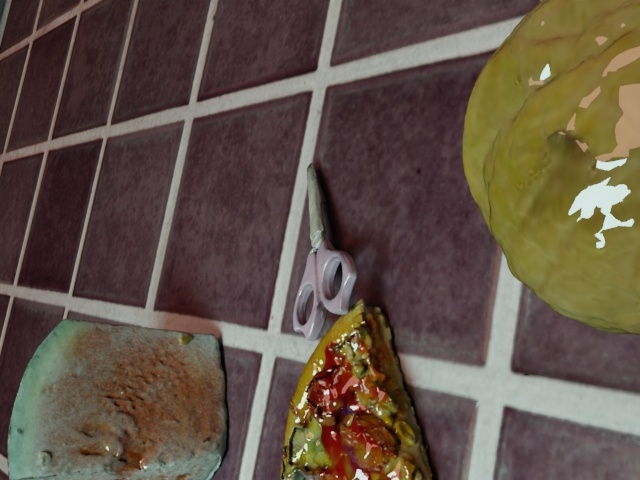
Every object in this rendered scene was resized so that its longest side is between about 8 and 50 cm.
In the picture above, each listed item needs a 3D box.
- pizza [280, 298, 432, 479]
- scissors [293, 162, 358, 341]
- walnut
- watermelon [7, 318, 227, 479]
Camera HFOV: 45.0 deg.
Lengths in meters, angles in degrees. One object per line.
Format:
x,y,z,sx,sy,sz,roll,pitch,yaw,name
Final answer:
0.031,0.160,0.689,0.193,0.053,0.200,24,96,53,pizza
-0.001,0.000,0.796,0.110,0.021,0.212,-48,34,40,scissors
0.194,-0.052,0.448,0.228,0.228,0.227,-22,60,46,walnut
-0.215,0.211,0.882,0.201,0.261,0.212,-15,58,17,watermelon
